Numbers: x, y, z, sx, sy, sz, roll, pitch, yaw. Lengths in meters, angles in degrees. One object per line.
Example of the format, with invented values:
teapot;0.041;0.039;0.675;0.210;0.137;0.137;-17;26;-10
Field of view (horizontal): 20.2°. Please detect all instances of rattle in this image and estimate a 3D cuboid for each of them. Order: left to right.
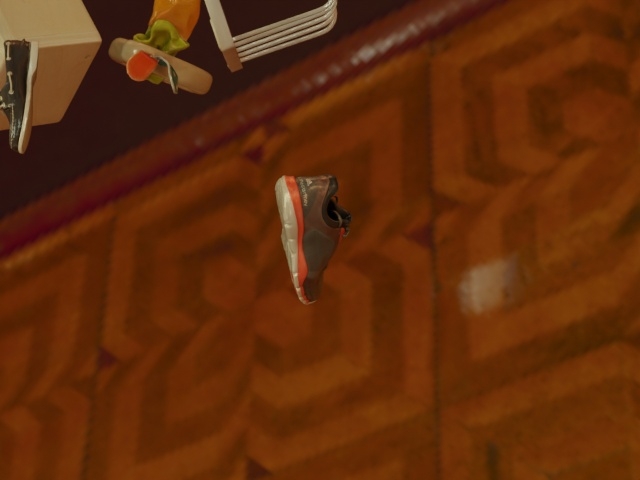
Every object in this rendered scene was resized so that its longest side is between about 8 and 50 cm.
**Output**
rattle;-0.168;-0.238;2.050;0.143;0.130;0.200;-52;-7;0

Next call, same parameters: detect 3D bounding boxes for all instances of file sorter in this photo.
file sorter;-0.079;-0.358;2.421;0.173;0.193;0.278;-19;0;0

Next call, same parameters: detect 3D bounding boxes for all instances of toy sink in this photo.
toy sink;-0.368;-0.265;2.065;0.234;0.131;0.153;60;139;23

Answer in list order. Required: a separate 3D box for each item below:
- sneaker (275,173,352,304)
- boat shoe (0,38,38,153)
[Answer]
sneaker;0.000;0.000;1.606;0.065;0.158;0.061;-13;53;-5
boat shoe;-0.306;-0.146;1.806;0.046;0.038;0.125;113;161;-69
